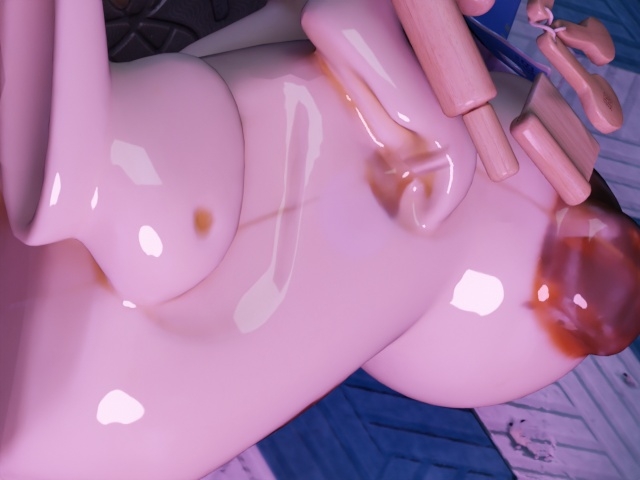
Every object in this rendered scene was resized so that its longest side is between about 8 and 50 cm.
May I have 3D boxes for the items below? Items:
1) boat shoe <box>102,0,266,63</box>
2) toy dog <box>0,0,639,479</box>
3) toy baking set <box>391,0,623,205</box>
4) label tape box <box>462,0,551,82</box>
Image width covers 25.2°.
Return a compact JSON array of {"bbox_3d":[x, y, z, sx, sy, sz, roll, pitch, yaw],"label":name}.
[{"bbox_3d":[-0.137,-0.171,1.001,0.324,0.123,0.116,-32,41,-33],"label":"boat shoe"},{"bbox_3d":[0.000,0.000,0.823,0.407,0.284,0.396,-2,74,-31],"label":"toy dog"},{"bbox_3d":[0.092,-0.142,0.792,0.197,0.030,0.256,-33,96,-56],"label":"toy baking set"},{"bbox_3d":[0.088,-0.264,1.102,0.347,0.115,0.249,44,9,9],"label":"label tape box"}]
